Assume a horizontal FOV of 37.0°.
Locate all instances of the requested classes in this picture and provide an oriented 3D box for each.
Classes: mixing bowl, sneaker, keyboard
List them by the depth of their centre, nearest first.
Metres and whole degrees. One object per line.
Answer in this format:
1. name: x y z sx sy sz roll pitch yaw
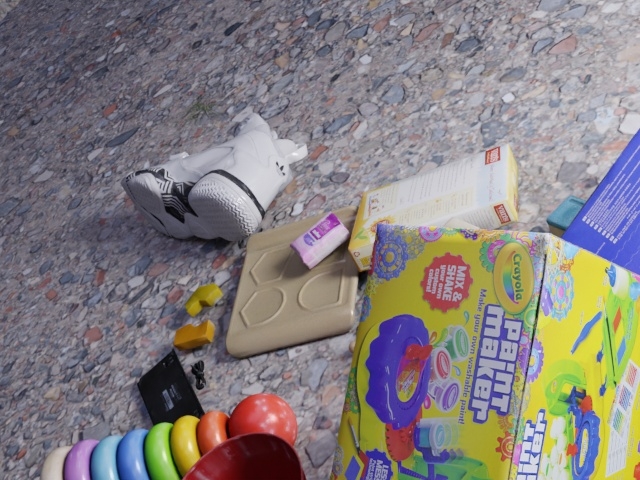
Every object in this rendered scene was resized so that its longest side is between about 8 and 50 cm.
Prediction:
1. mixing bowl: -0.078 0.326 1.117 0.181 0.098 0.181 -22 38 18
2. keyboard: -0.205 0.226 1.399 0.108 0.023 0.180 -42 37 1
3. sneaker: -0.184 -0.112 1.683 0.366 0.137 0.210 8 46 47

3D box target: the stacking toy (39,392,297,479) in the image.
1. stacking toy: -0.187 0.282 1.233 0.330 0.141 0.141 -23 37 9

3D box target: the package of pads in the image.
1. package of pads: 0.000 0.000 1.420 0.083 0.032 0.050 -39 42 -2

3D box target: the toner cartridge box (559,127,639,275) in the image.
1. toner cartridge box: 0.339 0.030 1.018 0.347 0.075 0.165 -56 42 13

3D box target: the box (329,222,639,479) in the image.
1. box: 0.174 0.156 0.874 0.177 0.279 0.289 5 81 41

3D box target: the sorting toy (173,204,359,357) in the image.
1. sorting toy: -0.075 0.076 1.460 0.307 0.041 0.229 -16 44 23

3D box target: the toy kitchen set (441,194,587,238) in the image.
1. toy kitchen set: 0.268 -0.001 1.165 0.207 0.166 0.122 -43 37 -12

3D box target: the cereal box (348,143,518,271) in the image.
1. cereal box: 0.165 -0.049 1.378 0.240 0.047 0.173 -17 26 22

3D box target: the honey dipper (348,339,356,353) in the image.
1. honey dipper: 0.086 0.091 1.323 0.030 0.030 0.160 10 58 44
